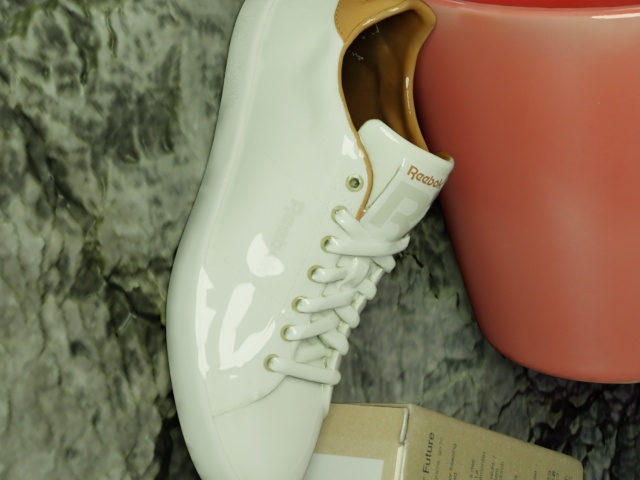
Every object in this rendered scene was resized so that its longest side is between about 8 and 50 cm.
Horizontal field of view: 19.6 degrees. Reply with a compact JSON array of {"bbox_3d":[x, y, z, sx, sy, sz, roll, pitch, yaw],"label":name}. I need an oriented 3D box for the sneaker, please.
[{"bbox_3d":[0.000,0.000,0.972,0.106,0.123,0.290,15,80,-52],"label":"sneaker"}]

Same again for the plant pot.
[{"bbox_3d":[0.180,-0.065,1.105,0.275,0.275,0.243,-35,125,-46],"label":"plant pot"}]

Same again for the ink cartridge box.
[{"bbox_3d":[0.056,0.222,1.067,0.193,0.088,0.235,23,73,-47],"label":"ink cartridge box"}]
